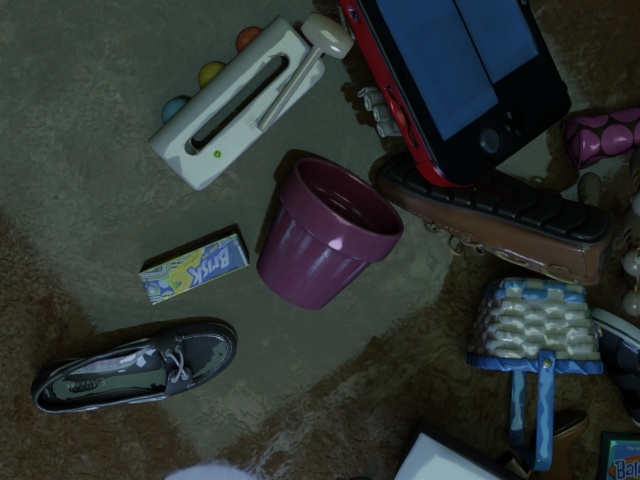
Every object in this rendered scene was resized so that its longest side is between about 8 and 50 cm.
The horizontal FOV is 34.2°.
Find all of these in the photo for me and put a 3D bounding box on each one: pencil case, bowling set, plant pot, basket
[{"bbox_3d":[0.497,-0.168,1.663,0.209,0.098,0.095,-8,56,-3],"label":"pencil case"},{"bbox_3d":[0.428,-0.007,1.635,0.200,0.154,0.287,2,127,17],"label":"bowling set"},{"bbox_3d":[0.000,0.000,1.608,0.201,0.201,0.180,30,112,-9],"label":"plant pot"},{"bbox_3d":[0.332,0.201,1.630,0.201,0.255,0.288,7,89,0],"label":"basket"}]

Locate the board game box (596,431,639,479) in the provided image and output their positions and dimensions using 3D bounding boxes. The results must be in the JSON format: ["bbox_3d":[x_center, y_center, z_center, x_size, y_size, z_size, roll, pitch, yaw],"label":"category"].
[{"bbox_3d":[0.557,0.438,1.793,0.160,0.047,0.210,2,99,-5],"label":"board game box"}]

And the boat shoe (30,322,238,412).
[{"bbox_3d":[-0.295,0.214,1.660,0.335,0.095,0.112,-13,101,-2],"label":"boat shoe"}]

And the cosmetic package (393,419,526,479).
[{"bbox_3d":[0.297,0.416,1.595,0.377,0.284,0.097,30,86,9],"label":"cosmetic package"}]

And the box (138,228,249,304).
[{"bbox_3d":[-0.200,0.041,1.659,0.169,0.054,0.059,-23,101,-1],"label":"box"}]

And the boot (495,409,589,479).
[{"bbox_3d":[0.407,0.389,1.760,0.197,0.073,0.152,-39,97,17],"label":"boot"}]

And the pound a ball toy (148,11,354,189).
[{"bbox_3d":[-0.112,-0.226,1.541,0.319,0.208,0.136,-44,98,4],"label":"pound a ball toy"}]

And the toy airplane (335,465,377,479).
[{"bbox_3d":[0.162,0.522,1.651,0.385,0.272,0.386,19,138,4],"label":"toy airplane"}]

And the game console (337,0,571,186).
[{"bbox_3d":[0.207,-0.301,1.548,0.342,0.060,0.386,-33,103,-32],"label":"game console"}]

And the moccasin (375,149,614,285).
[{"bbox_3d":[0.259,-0.034,1.598,0.380,0.139,0.147,18,137,18],"label":"moccasin"}]

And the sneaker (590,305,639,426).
[{"bbox_3d":[0.546,0.243,1.707,0.321,0.126,0.127,37,89,-2],"label":"sneaker"}]

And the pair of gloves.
[{"bbox_3d":[0.109,-0.280,1.581,0.042,0.204,0.240,-5,110,42],"label":"pair of gloves"}]
